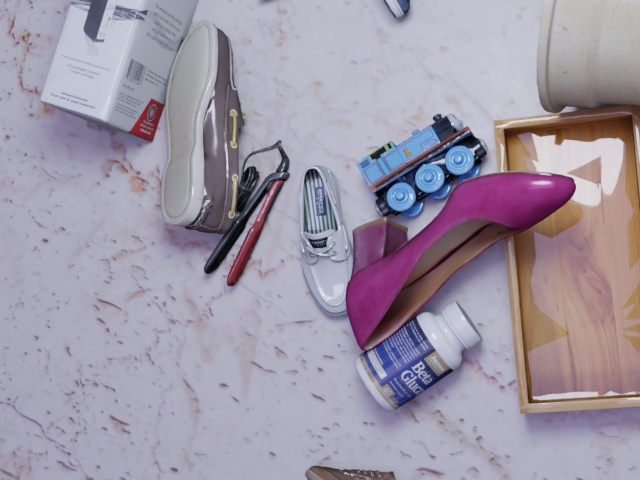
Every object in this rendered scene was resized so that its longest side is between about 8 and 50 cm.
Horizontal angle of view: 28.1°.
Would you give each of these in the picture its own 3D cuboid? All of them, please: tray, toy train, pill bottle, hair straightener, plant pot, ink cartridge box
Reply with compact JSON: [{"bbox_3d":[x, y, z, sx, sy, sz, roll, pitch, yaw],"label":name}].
[{"bbox_3d":[0.363,0.028,1.782,0.203,0.076,0.410,-6,86,13],"label":"tray"},{"bbox_3d":[0.147,-0.110,1.840,0.184,0.080,0.105,-33,74,9],"label":"toy train"},{"bbox_3d":[0.141,0.160,1.811,0.169,0.094,0.094,-36,79,9],"label":"pill bottle"},{"bbox_3d":[-0.119,-0.051,1.912,0.089,0.047,0.230,26,92,13],"label":"hair straightener"},{"bbox_3d":[0.473,-0.295,1.625,0.306,0.334,0.333,15,90,21],"label":"plant pot"},{"bbox_3d":[-0.288,-0.303,1.893,0.114,0.197,0.272,19,90,14],"label":"ink cartridge box"}]

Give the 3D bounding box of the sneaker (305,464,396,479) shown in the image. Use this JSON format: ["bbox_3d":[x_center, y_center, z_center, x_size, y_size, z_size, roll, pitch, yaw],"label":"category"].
[{"bbox_3d":[0.072,0.358,1.839,0.188,0.066,0.071,26,75,8],"label":"sneaker"}]

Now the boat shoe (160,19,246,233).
[{"bbox_3d":[-0.166,-0.168,1.903,0.117,0.097,0.324,-19,62,48],"label":"boat shoe"}]

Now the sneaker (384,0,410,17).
[{"bbox_3d":[0.145,-0.449,1.859,0.164,0.086,0.226,-13,82,15],"label":"sneaker"}]

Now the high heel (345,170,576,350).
[{"bbox_3d":[0.189,0.030,1.728,0.377,0.127,0.181,-23,60,43],"label":"high heel"}]

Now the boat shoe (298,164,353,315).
[{"bbox_3d":[0.000,0.000,1.866,0.083,0.076,0.226,-15,83,12],"label":"boat shoe"}]
